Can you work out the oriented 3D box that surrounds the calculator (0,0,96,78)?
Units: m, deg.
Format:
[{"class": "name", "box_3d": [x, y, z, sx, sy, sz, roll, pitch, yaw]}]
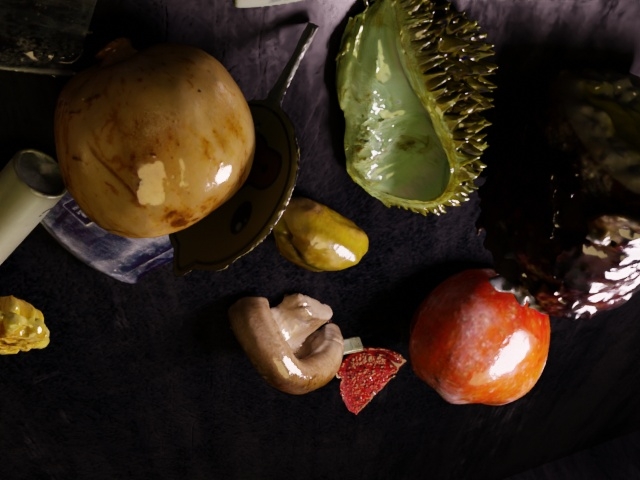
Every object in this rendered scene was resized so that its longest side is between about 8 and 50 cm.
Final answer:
[{"class": "calculator", "box_3d": [-0.338, -0.227, 0.766, 0.261, 0.021, 0.161, 1, 140, -34]}]

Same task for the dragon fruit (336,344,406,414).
[{"class": "dragon fruit", "box_3d": [0.089, 0.262, 1.695, 0.106, 0.083, 0.162, 39, 105, -8]}]

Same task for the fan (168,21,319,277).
[{"class": "fan", "box_3d": [-0.086, -0.102, 0.952, 0.011, 0.229, 0.335, 26, 95, -40]}]

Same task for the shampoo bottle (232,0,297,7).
[{"class": "shampoo bottle", "box_3d": [0.006, -0.292, 0.861, 0.212, 0.049, 0.072, -15, 143, -11]}]

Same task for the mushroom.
[{"class": "mushroom", "box_3d": [-0.044, 0.195, 1.439, 0.156, 0.151, 0.285, -36, 145, 22]}]

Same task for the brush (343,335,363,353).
[{"class": "brush", "box_3d": [0.000, 0.217, 1.609, 0.178, 0.033, 0.030, -5, 149, -26]}]

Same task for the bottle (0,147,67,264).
[{"class": "bottle", "box_3d": [-0.384, -0.021, 0.980, 0.201, 0.072, 0.072, -40, 144, 28]}]

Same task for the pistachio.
[{"class": "pistachio", "box_3d": [0.003, 0.002, 1.232, 0.189, 0.110, 0.100, 29, 89, -51]}]

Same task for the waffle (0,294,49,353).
[{"class": "waffle", "box_3d": [-0.500, 0.104, 1.048, 0.283, 0.065, 0.309, -5, 162, 6]}]

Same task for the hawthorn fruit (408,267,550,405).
[{"class": "hawthorn fruit", "box_3d": [0.300, 0.189, 1.546, 0.284, 0.284, 0.284, -16, 147, -11]}]

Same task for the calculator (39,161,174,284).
[{"class": "calculator", "box_3d": [-0.262, -0.031, 1.085, 0.177, 0.040, 0.268, -29, 142, 7]}]

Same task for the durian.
[{"class": "durian", "box_3d": [0.128, -0.184, 1.081, 0.198, 0.163, 0.394, 10, 149, 20]}]

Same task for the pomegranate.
[{"class": "pomegranate", "box_3d": [-0.183, -0.114, 0.874, 0.215, 0.215, 0.215, -16, 147, -11]}]

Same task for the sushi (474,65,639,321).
[{"class": "sushi", "box_3d": [0.405, -0.060, 1.219, 0.281, 0.300, 0.294, 9, 140, -18]}]
